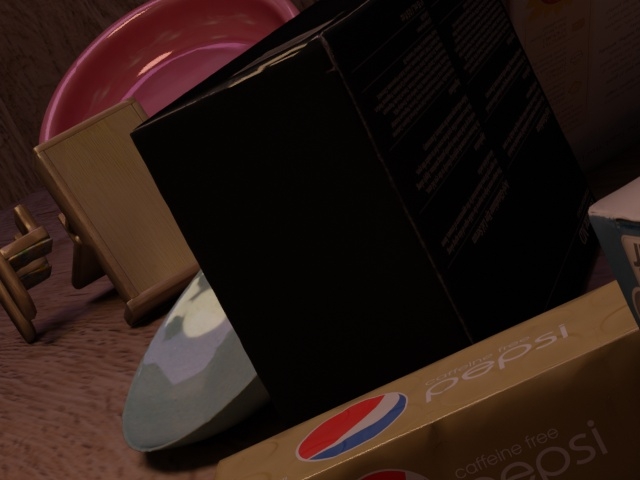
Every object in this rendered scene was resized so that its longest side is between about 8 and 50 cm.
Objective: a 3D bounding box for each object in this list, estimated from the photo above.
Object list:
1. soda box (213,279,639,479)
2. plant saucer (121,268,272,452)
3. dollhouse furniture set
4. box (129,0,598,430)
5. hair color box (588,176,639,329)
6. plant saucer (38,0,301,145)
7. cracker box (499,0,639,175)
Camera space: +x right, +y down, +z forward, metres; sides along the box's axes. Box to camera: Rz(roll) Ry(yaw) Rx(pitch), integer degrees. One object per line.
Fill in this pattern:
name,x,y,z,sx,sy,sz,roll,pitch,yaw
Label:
soda box,0.052,0.077,0.506,0.181,0.058,0.061,-26,11,10
plant saucer,-0.035,0.046,0.799,0.195,0.037,0.195,-43,21,21
dollhouse furniture set,-0.173,0.006,1.268,0.212,0.161,0.242,-31,-10,-19
box,0.041,-0.026,0.675,0.103,0.184,0.261,-25,11,25
hair color box,0.272,-0.043,0.407,0.347,0.105,0.174,-29,11,-12
plant saucer,-0.149,-0.140,1.563,0.332,0.084,0.332,-15,50,19
cracker box,0.154,-0.140,0.849,0.156,0.232,0.067,-31,52,-18
